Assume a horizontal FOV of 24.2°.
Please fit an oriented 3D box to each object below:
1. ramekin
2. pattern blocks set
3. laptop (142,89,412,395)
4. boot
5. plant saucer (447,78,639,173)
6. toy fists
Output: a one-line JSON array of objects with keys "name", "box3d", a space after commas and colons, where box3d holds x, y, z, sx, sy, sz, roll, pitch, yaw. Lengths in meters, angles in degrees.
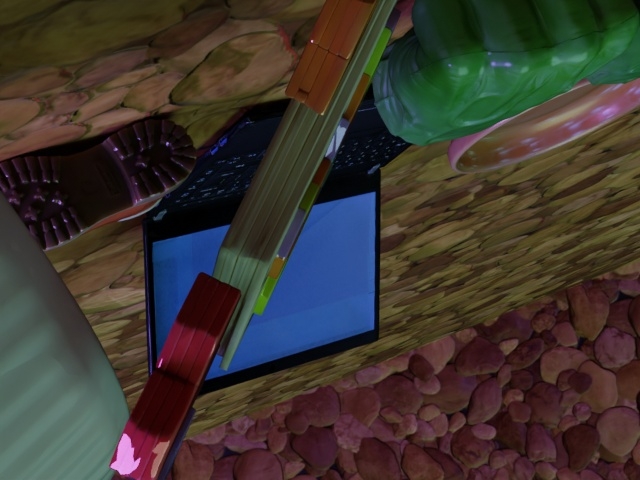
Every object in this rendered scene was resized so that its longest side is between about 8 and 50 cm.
[{"name": "ramekin", "box3d": [-0.193, 0.034, 0.627, 0.127, 0.273, 0.273, -37, 174, -19]}, {"name": "pattern blocks set", "box3d": [-0.008, -0.038, 0.675, 0.285, 0.026, 0.325, 116, -1, -79]}, {"name": "laptop", "box3d": [0.000, 0.000, 1.132, 0.234, 0.136, 0.264, -15, 167, -37]}, {"name": "boot", "box3d": [-0.158, -0.023, 0.934, 0.158, 0.059, 0.084, -19, 173, -21]}, {"name": "plant saucer", "box3d": [0.193, -0.113, 1.229, 0.200, 0.037, 0.200, -21, 170, -4]}, {"name": "toy fists", "box3d": [0.164, -0.141, 0.902, 0.279, 0.096, 0.142, -18, 178, -26]}]
